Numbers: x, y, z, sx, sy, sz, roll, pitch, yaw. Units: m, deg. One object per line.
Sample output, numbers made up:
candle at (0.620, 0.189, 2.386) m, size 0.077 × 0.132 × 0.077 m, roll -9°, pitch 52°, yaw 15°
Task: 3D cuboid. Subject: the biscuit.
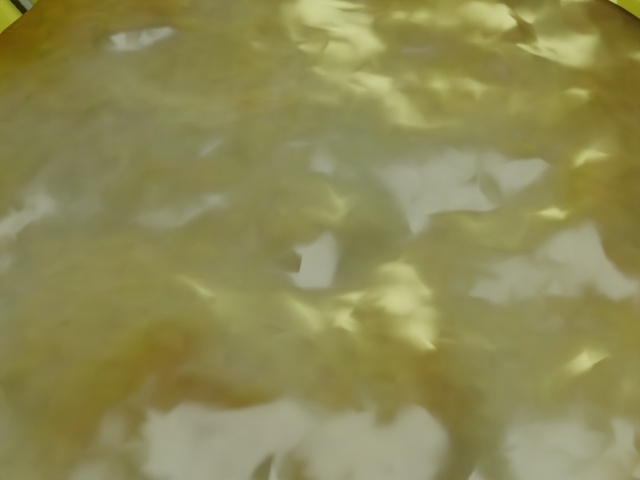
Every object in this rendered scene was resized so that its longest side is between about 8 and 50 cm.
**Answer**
biscuit at (0.000, 0.001, 0.570) m, size 0.429 × 0.104 × 0.446 m, roll -3°, pitch 50°, yaw 0°
